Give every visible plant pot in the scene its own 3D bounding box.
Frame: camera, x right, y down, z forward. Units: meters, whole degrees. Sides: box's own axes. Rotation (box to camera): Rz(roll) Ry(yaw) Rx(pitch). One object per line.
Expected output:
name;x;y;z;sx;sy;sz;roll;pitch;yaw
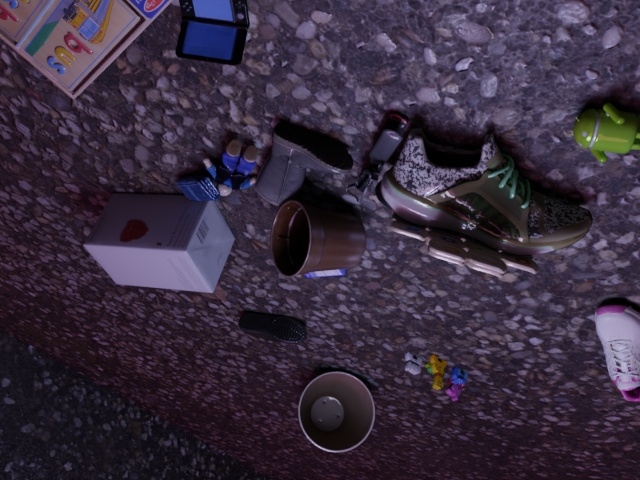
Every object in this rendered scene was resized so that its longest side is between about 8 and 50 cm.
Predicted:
plant pot;0.041;0.601;2.158;0.256;0.257;0.274;18;162;0
plant pot;0.000;0.000;1.360;0.165;0.167;0.167;4;156;-35

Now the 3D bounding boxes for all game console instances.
game console;-0.187;-0.365;1.038;0.122;0.071;0.107;11;145;9

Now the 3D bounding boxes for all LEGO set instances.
LEGO set;0.360;0.418;1.863;0.227;0.093;0.087;30;143;-17

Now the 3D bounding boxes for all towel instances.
towel;-0.284;-0.117;1.425;0.119;0.029;0.067;4;137;48

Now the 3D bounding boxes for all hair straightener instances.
hair straightener;0.097;-0.145;1.203;0.047;0.089;0.230;27;145;-9

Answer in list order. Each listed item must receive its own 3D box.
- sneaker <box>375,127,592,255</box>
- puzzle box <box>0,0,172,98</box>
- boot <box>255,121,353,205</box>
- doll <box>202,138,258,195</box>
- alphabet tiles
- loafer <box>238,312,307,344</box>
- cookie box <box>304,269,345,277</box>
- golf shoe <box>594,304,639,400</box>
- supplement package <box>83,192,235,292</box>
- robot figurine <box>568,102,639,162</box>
sneaker;0.315;-0.100;1.140;0.409;0.158;0.182;13;131;0
puzzle box;-0.436;-0.431;1.057;0.408;0.052;0.272;-22;126;43
boot;-0.041;-0.135;1.291;0.189;0.076;0.209;29;140;6
doll;-0.197;-0.154;1.356;0.129;0.046;0.189;19;152;-12
alphabet tiles;0.269;-0.003;1.191;0.277;0.284;0.021;16;109;2
loafer;-0.142;0.274;1.909;0.219;0.080;0.078;13;155;16
cookie box;0.013;0.040;1.493;0.107;0.092;0.040;-6;142;29
golf shoe;0.725;0.268;1.458;0.115;0.140;0.306;-11;135;37
supplement package;-0.398;0.003;1.546;0.292;0.178;0.175;2;143;19
robot figurine;0.470;-0.180;1.011;0.115;0.067;0.101;10;147;11
